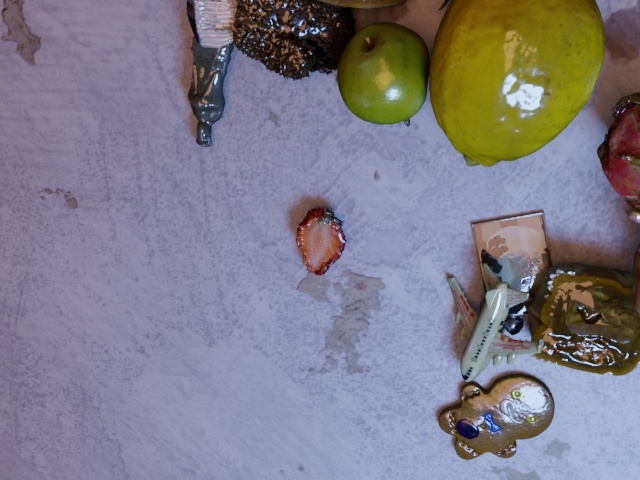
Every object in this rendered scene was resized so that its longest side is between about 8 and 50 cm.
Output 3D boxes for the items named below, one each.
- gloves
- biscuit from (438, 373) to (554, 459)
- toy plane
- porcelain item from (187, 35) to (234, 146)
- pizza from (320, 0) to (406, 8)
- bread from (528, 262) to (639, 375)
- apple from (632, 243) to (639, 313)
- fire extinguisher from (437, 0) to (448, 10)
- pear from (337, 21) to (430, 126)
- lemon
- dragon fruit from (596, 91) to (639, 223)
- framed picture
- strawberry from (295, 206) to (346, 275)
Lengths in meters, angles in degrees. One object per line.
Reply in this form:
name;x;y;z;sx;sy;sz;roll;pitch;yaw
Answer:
gloves;-0.080;-0.397;1.178;0.312;0.135;0.210;7;102;-4
biscuit;0.363;0.361;1.354;0.236;0.039;0.180;-33;94;17
toy plane;0.321;0.172;1.261;0.229;0.092;0.244;41;136;42
porcelain item;-0.226;-0.292;1.307;0.081;0.069;0.215;14;112;5
pizza;0.007;-0.489;1.114;0.287;0.251;0.074;48;138;4
bread;0.499;0.144;1.215;0.210;0.110;0.192;12;105;7
apple;0.602;0.068;1.062;0.199;0.199;0.199;3;105;13
fire extinguisher;0.186;-0.522;1.145;0.099;0.071;0.231;-14;104;45
pear;0.126;-0.284;1.179;0.166;0.216;0.180;-18;58;27
lemon;0.310;-0.280;1.070;0.285;0.285;0.316;-7;103;15
dragon fruit;0.565;-0.117;1.090;0.282;0.211;0.147;32;122;-15
framed picture;0.378;0.052;1.279;0.136;0.010;0.200;-10;103;16
strawberry;0.000;-0.002;1.338;0.104;0.048;0.152;17;122;1
